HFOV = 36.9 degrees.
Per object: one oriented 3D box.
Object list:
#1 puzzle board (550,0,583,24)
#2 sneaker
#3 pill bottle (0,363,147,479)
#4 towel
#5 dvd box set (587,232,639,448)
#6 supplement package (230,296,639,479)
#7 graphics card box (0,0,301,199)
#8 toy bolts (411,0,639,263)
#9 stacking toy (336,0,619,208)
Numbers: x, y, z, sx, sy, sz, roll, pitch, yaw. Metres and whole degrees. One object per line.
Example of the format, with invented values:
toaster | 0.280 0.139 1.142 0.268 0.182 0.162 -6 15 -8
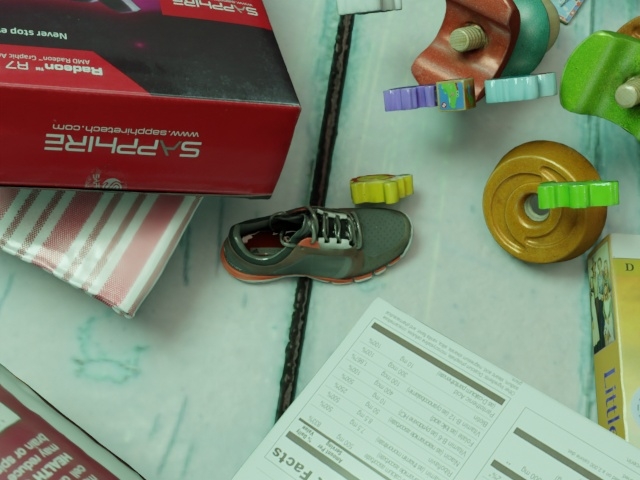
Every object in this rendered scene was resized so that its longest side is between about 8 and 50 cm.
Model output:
puzzle board | 0.200 -0.269 0.904 0.128 0.011 0.096 33 70 8
sneaker | 0.000 0.000 0.756 0.157 0.065 0.061 -10 70 -8
pill bottle | -0.137 0.261 0.561 0.392 0.224 0.224 36 71 10
towel | -0.187 -0.047 0.707 0.197 0.029 0.144 28 73 1
dvd box set | 0.364 0.205 0.703 0.307 0.062 0.421 4 69 -3
supplement package | 0.092 0.194 0.554 0.204 0.262 0.145 29 69 30
graphics card box | -0.172 -0.195 0.720 0.232 0.094 0.371 1 47 -22
toy bolts | 0.197 -0.118 0.796 0.228 0.218 0.158 38 35 20
stacking toy | 0.114 -0.111 0.725 0.221 0.052 0.167 2 104 31
